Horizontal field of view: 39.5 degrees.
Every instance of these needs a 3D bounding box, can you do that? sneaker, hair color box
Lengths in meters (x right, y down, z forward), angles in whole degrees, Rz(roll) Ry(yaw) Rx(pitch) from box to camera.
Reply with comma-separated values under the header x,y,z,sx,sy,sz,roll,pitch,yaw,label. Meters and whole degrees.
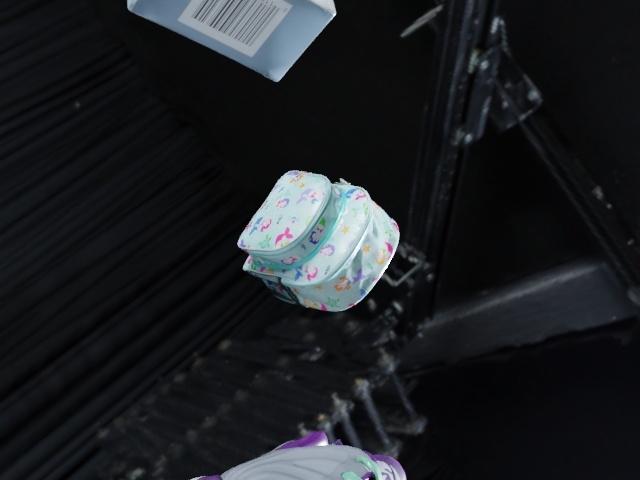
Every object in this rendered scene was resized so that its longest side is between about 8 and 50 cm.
x,y,z,sx,sy,sz,roll,pitch,yaw,label
0.004,0.119,0.367,0.083,0.098,0.223,64,-17,-9,sneaker
-0.113,-0.369,1.011,0.113,0.185,0.375,-43,-140,34,hair color box

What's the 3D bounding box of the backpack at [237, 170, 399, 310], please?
x,y,z,sx,sy,sz,roll,pitch,yaw,label
0.000,0.000,1.548,0.253,0.225,0.191,17,-23,46,backpack
